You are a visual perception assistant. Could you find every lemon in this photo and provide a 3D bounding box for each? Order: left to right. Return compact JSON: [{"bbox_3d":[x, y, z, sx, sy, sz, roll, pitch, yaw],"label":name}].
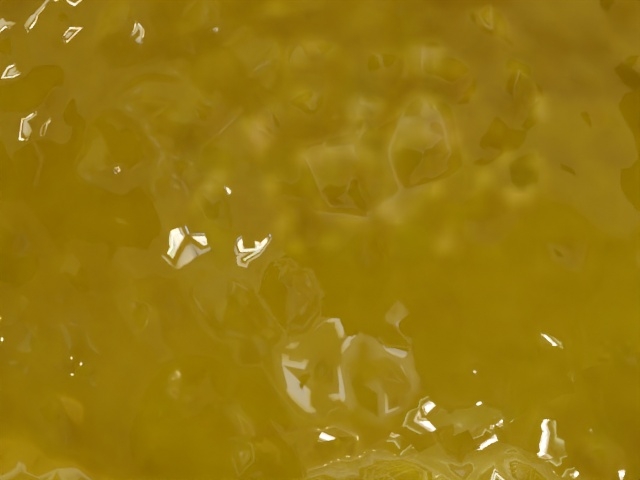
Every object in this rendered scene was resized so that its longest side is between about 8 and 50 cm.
[{"bbox_3d":[0.002,0.000,0.514,0.336,0.336,0.336,47,-167,-14],"label":"lemon"}]
